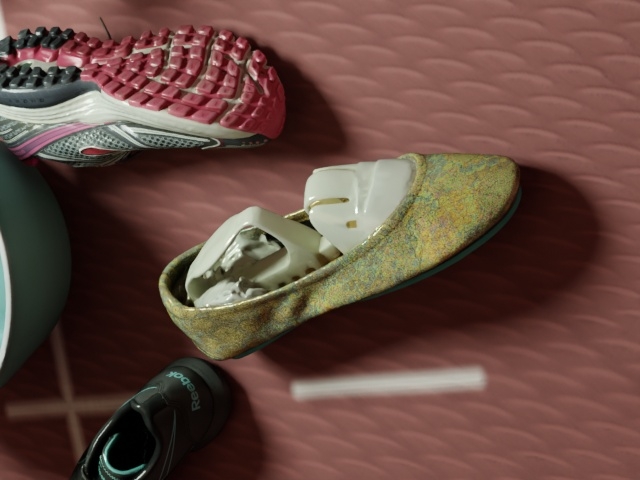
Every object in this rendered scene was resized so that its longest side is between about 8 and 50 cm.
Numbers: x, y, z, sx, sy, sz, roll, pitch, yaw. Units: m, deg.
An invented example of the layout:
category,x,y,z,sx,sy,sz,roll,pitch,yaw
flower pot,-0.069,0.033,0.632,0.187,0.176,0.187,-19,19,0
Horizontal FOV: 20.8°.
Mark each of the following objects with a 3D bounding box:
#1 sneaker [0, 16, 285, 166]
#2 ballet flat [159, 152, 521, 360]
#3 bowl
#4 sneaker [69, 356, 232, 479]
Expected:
category,x,y,z,sx,sy,sz,roll,pitch,yaw
sneaker,-0.160,-0.118,1.523,0.299,0.121,0.112,8,134,29
ballet flat,0.000,0.000,1.425,0.349,0.123,0.123,-27,86,36
bowl,-0.356,0.017,1.631,0.312,0.163,0.311,7,104,30
sneaker,-0.189,0.211,1.606,0.101,0.106,0.267,43,121,15
